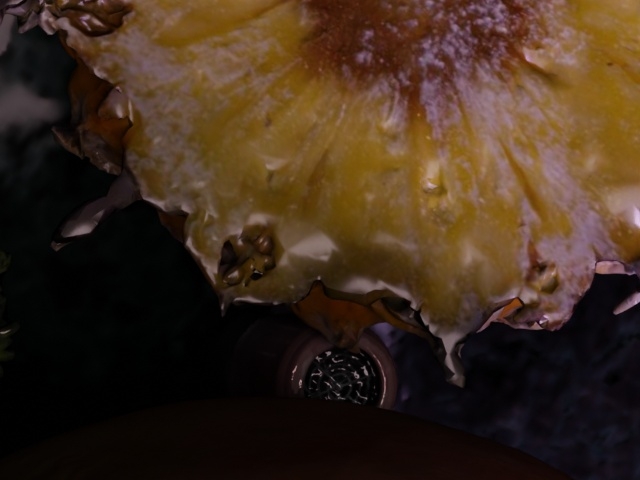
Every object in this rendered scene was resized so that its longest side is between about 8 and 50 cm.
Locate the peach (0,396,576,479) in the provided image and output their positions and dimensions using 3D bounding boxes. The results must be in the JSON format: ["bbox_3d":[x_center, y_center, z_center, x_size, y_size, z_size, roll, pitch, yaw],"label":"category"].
[{"bbox_3d":[-0.020,0.169,0.373,0.247,0.292,0.292,44,88,-15],"label":"peach"}]

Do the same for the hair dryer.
[{"bbox_3d":[0.000,0.000,0.485,0.037,0.063,0.114,11,86,-23],"label":"hair dryer"}]

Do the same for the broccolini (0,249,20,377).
[{"bbox_3d":[-0.181,0.074,0.402,0.271,0.062,0.123,-33,113,-33],"label":"broccolini"}]

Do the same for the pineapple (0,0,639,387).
[{"bbox_3d":[0.017,-0.062,0.448,0.221,0.047,0.221,3,79,-16],"label":"pineapple"}]
